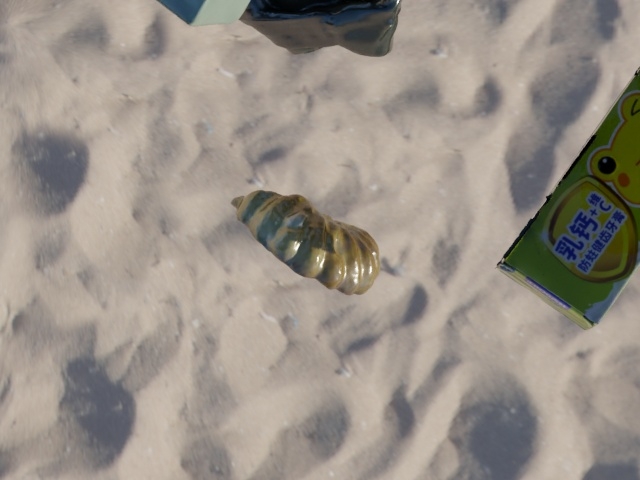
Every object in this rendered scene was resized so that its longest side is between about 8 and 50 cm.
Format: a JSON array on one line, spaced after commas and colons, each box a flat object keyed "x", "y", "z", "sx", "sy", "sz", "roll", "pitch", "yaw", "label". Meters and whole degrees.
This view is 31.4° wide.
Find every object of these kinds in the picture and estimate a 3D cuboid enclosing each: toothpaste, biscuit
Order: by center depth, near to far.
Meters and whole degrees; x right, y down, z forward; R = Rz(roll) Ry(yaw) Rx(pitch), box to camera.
[{"x": 0.305, "y": -0.074, "z": 1.096, "sx": 0.110, "sy": 0.077, "sz": 0.327, "roll": 35, "pitch": 86, "yaw": 7, "label": "toothpaste"}, {"x": 0.000, "y": 0.000, "z": 1.187, "sx": 0.183, "sy": 0.118, "sz": 0.061, "roll": 27, "pitch": 108, "yaw": -32, "label": "biscuit"}]

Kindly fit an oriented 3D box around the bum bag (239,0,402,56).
[{"x": -0.065, "y": -0.244, "z": 0.757, "sx": 0.142, "sy": 0.079, "sz": 0.326, "roll": -34, "pitch": 105, "yaw": 35, "label": "bum bag"}]

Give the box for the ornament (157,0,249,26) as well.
[{"x": -0.027, "y": -0.256, "z": 0.637, "sx": 0.130, "sy": 0.120, "sz": 0.285, "roll": 22, "pitch": 96, "yaw": 10, "label": "ornament"}]
